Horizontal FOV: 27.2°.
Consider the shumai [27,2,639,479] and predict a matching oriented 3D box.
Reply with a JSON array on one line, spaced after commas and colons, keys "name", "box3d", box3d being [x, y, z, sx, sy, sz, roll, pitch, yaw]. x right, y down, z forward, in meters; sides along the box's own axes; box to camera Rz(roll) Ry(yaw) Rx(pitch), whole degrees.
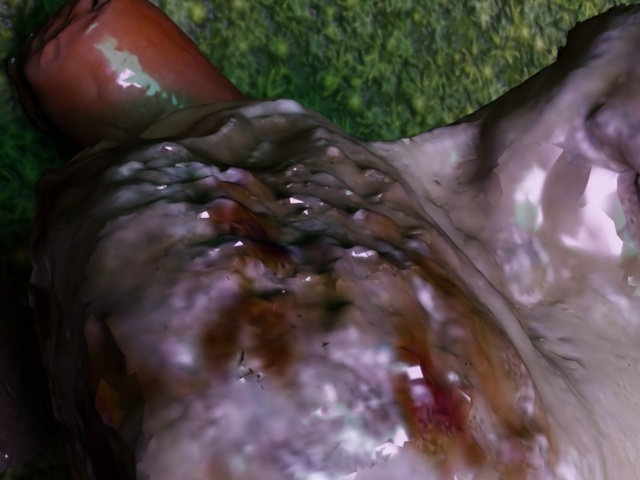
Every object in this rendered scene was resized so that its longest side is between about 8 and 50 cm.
[{"name": "shumai", "box3d": [0.064, 0.091, 0.603, 0.348, 0.395, 0.395, -15, 97, -15]}]

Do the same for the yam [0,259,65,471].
[{"name": "yam", "box3d": [-0.206, -0.002, 0.617, 0.106, 0.106, 0.259, -29, 102, -36]}]

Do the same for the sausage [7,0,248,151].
[{"name": "sausage", "box3d": [0.000, 0.000, 0.791, 0.419, 0.094, 0.094, 37, 94, -31]}]
